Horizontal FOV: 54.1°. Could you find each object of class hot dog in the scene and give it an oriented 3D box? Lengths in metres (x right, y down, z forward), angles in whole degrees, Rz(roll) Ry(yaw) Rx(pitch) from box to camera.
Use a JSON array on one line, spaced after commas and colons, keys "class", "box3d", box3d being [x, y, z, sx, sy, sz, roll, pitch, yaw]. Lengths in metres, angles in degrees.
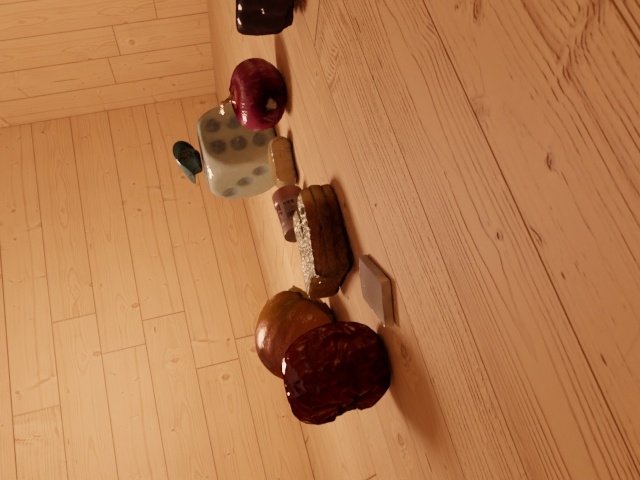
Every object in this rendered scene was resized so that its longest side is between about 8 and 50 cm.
[{"class": "hot dog", "box3d": [-0.003, 0.236, 1.864, 0.262, 0.093, 0.123, 60, 157, 9]}]

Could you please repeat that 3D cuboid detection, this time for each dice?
[{"class": "dice", "box3d": [-0.300, -0.324, 2.292, 0.263, 0.267, 0.265, 104, 153, -64]}]

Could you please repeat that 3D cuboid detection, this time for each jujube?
[{"class": "jujube", "box3d": [0.031, 0.287, 1.377, 0.213, 0.232, 0.213, 166, 90, -83]}]

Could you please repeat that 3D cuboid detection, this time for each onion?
[{"class": "onion", "box3d": [-0.182, -0.431, 1.865, 0.200, 0.200, 0.208, -144, 75, -74]}]

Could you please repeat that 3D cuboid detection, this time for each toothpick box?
[{"class": "toothpick box", "box3d": [-0.082, -0.081, 1.893, 0.098, 0.098, 0.149, 96, 158, -58]}]

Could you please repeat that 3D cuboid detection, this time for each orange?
[{"class": "orange", "box3d": [-0.064, 0.284, 1.813, 0.310, 0.274, 0.275, -107, 10, -58]}]

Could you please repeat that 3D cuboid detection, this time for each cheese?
[{"class": "cheese", "box3d": [-0.128, -0.232, 2.036, 0.249, 0.070, 0.164, 121, 136, -75]}]

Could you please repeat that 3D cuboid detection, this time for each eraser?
[{"class": "eraser", "box3d": [0.115, 0.103, 1.297, 0.150, 0.023, 0.104, -127, 27, -66]}]

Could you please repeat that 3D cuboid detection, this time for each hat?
[{"class": "hat", "box3d": [-0.479, -0.296, 2.343, 0.191, 0.077, 0.138, 56, -155, -64]}]

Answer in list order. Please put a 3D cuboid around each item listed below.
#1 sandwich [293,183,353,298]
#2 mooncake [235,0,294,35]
[{"class": "sandwich", "box3d": [-0.002, 0.000, 1.594, 0.273, 0.095, 0.249, 110, 150, -72]}, {"class": "mooncake", "box3d": [-0.132, -0.622, 1.455, 0.283, 0.141, 0.283, 177, 90, -81]}]
